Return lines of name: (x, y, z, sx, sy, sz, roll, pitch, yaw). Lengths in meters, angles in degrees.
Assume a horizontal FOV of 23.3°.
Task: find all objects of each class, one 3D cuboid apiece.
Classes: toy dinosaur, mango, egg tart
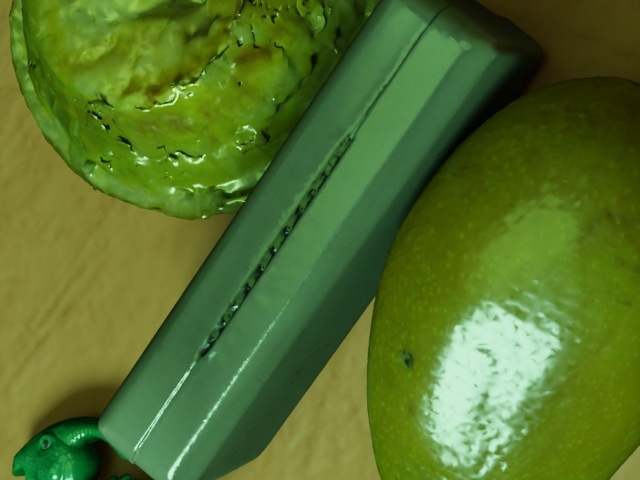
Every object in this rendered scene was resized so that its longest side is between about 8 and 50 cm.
toy dinosaur: (-0.102, 0.133, 0.763, 0.132, 0.059, 0.096, -10, 82, 34)
mango: (0.088, 0.040, 0.645, 0.136, 0.099, 0.227, 19, 109, 1)
egg tart: (-0.065, -0.114, 0.722, 0.213, 0.090, 0.212, 0, 90, 22)

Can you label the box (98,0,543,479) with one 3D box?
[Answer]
box: (0.000, 0.000, 0.680, 0.055, 0.103, 0.243, 39, 107, 15)
